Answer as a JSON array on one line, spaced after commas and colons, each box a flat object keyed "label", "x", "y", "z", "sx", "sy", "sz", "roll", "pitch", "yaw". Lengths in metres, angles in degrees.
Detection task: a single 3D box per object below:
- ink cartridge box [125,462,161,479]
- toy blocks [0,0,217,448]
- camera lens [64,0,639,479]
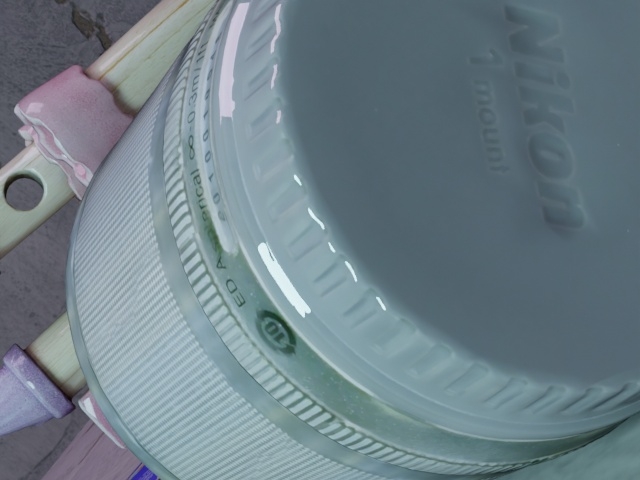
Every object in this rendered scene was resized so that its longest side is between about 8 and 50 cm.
[{"label": "ink cartridge box", "x": -0.191, "y": 0.278, "z": 1.385, "sx": 0.206, "sy": 0.045, "sz": 0.208, "roll": -49, "pitch": 4, "yaw": 2}, {"label": "toy blocks", "x": -0.102, "y": 0.044, "z": 0.993, "sx": 0.260, "sy": 0.288, "sz": 0.309, "roll": -44, "pitch": 8, "yaw": -10}, {"label": "camera lens", "x": 0.026, "y": -0.004, "z": 0.651, "sx": 0.219, "sy": 0.219, "sz": 0.274, "roll": -52, "pitch": 6, "yaw": -27}]
